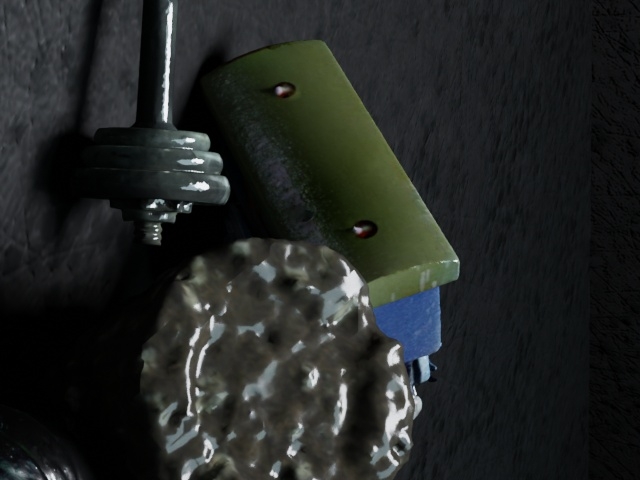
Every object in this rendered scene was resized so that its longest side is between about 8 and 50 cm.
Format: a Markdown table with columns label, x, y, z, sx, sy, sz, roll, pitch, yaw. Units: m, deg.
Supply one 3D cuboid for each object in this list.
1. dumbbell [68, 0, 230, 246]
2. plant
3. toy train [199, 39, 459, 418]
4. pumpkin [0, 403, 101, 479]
| label | x | y | z | sx | sy | sz | roll | pitch | yaw |
| --- | --- | --- | --- | --- | --- | --- | --- | --- | --- |
| dumbbell | -0.111 | -0.123 | 1.173 | 0.110 | 0.110 | 0.255 | 3 | 91 | -71 |
| plant | -0.086 | 0.133 | 1.188 | 0.215 | 0.312 | 0.213 | -34 | 93 | -28 |
| toy train | 0.000 | 0.000 | 1.347 | 0.202 | 0.131 | 0.300 | 84 | -18 | -49 |
| pumpkin | -0.200 | 0.192 | 1.006 | 0.202 | 0.140 | 0.202 | -6 | 90 | -73 |
